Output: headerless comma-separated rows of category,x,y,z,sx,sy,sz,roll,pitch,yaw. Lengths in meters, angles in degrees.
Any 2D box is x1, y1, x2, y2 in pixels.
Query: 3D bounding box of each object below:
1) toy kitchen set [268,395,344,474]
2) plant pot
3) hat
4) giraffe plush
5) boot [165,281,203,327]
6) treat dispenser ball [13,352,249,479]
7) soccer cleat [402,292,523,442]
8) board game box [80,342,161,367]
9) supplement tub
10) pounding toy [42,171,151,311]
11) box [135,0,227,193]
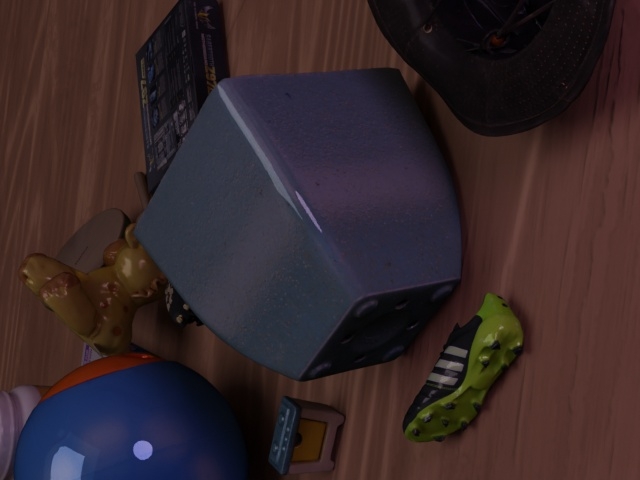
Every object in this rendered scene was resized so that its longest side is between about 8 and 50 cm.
toy kitchen set,-0.012,0.281,1.558,0.207,0.122,0.166,30,110,58
plant pot,0.000,0.000,1.489,0.252,0.248,0.247,58,135,25
hat,0.184,-0.267,1.314,0.331,0.134,0.331,25,122,48
giraffe plush,-0.284,0.061,1.988,0.210,0.181,0.170,38,78,27
boot,-0.133,0.059,1.855,0.236,0.085,0.178,-108,35,-47
treat dispenser ball,-0.232,0.283,1.772,0.288,0.288,0.288,-19,68,58
soccer cleat,0.137,0.128,1.403,0.179,0.060,0.072,-54,31,31
board game box,-0.275,0.283,2.075,0.316,0.064,0.242,16,98,60
supplement tub,-0.356,0.270,1.951,0.144,0.200,0.144,-17,70,58
pounding toy,-0.303,0.036,2.166,0.237,0.110,0.183,-44,27,7
box,-0.195,-0.203,2.038,0.183,0.059,0.232,-38,53,51
